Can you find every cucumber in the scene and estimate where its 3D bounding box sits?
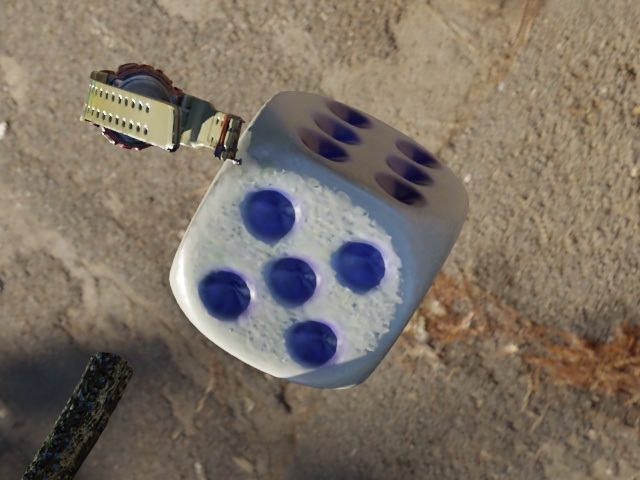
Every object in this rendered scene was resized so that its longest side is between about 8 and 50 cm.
[{"bbox_3d":[-0.364,0.288,1.632,0.072,0.300,0.072,17,145,13],"label":"cucumber"}]

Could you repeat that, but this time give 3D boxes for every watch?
[{"bbox_3d":[-0.163,-0.130,1.223,0.268,0.164,0.102,24,102,51],"label":"watch"}]

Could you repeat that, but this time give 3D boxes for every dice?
[{"bbox_3d":[0.000,0.000,1.517,0.304,0.277,0.304,31,116,1],"label":"dice"}]
